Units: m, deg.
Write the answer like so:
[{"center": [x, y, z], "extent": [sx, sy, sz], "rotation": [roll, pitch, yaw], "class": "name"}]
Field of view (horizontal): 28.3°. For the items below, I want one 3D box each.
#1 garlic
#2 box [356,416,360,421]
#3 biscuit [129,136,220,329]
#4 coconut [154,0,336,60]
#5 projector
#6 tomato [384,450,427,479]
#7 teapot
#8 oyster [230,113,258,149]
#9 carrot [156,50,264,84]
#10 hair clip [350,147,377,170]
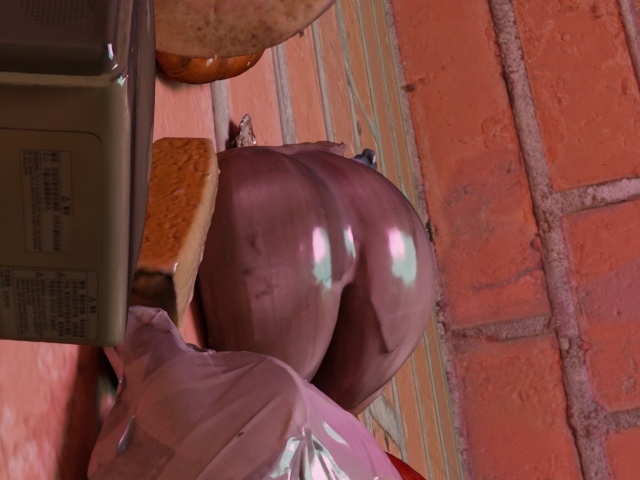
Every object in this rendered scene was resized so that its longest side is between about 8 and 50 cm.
[{"center": [-0.023, 0.037, 1.031], "extent": [0.237, 0.210, 0.292], "rotation": [136, -52, -59], "class": "garlic"}, {"center": [0.046, 0.292, 1.196], "extent": [0.173, 0.043, 0.311], "rotation": [-23, 93, -80], "class": "box"}, {"center": [-0.096, -0.008, 0.816], "extent": [0.188, 0.052, 0.056], "rotation": [-83, 175, -61], "class": "biscuit"}, {"center": [-0.065, -0.233, 0.791], "extent": [0.197, 0.237, 0.237], "rotation": [27, 42, -31], "class": "coconut"}, {"center": [-0.118, -0.087, 0.566], "extent": [0.270, 0.088, 0.194], "rotation": [-95, -170, -46], "class": "projector"}, {"center": [0.031, 0.249, 0.894], "extent": [0.309, 0.170, 0.309], "rotation": [-11, 90, -82], "class": "tomato"}, {"center": [-0.036, 0.128, 0.681], "extent": [0.222, 0.163, 0.178], "rotation": [-90, 160, -53], "class": "teapot"}, {"center": [-0.069, -0.085, 1.163], "extent": [0.083, 0.019, 0.054], "rotation": [-84, 159, -55], "class": "oyster"}, {"center": [-0.089, -0.155, 1.031], "extent": [0.248, 0.059, 0.059], "rotation": [-53, 131, -73], "class": "carrot"}, {"center": [0.000, 0.002, 1.327], "extent": [0.095, 0.110, 0.359], "rotation": [35, 26, -9], "class": "hair clip"}]
